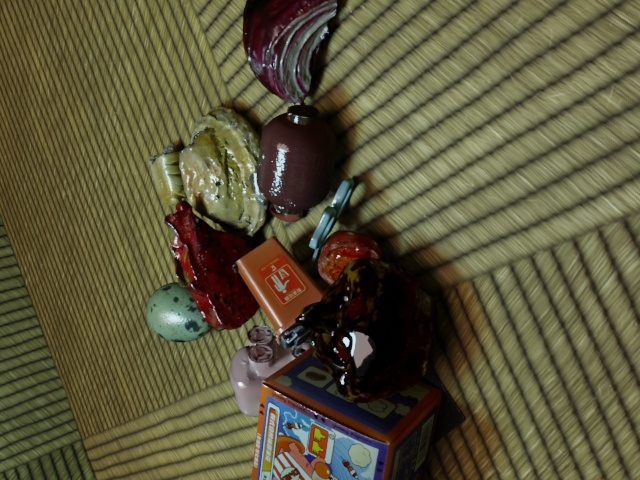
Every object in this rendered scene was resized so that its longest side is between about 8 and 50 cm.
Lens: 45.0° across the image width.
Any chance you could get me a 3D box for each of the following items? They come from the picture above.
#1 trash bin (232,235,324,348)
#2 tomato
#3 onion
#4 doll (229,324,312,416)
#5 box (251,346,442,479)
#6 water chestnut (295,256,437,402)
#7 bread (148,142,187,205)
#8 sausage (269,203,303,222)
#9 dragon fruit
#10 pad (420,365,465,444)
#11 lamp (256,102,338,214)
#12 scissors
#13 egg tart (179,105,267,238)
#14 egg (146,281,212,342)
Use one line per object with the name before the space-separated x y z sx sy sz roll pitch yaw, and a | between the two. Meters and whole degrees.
trash bin | -0.085 0.124 1.821 0.238 0.161 0.184 52 168 14
tomato | 0.070 0.030 1.680 0.139 0.091 0.159 10 137 3
onion | -0.110 -0.463 1.686 0.280 0.146 0.314 47 139 34
doll | -0.119 0.357 1.966 0.284 0.216 0.268 -94 2 -53
box | 0.048 0.459 1.679 0.319 0.257 0.348 21 117 26
water chestnut | 0.098 0.178 1.563 0.289 0.244 0.289 1 92 26
bread | -0.430 -0.189 2.214 0.119 0.084 0.177 3 106 51
sausage | -0.079 -0.074 1.859 0.094 0.054 0.059 16 79 47
dragon fruit | -0.324 0.086 1.984 0.329 0.228 0.286 45 148 -19
pad | 0.181 0.382 1.759 0.220 0.004 0.330 57 139 19
lamp | -0.051 -0.175 1.707 0.180 0.180 0.258 38 132 35
scissors | -0.001 -0.001 1.752 0.029 0.191 0.360 29 147 3
egg tart | -0.259 -0.164 1.976 0.352 0.150 0.352 26 124 46
egg | -0.405 0.215 2.266 0.228 0.177 0.177 15 115 33
